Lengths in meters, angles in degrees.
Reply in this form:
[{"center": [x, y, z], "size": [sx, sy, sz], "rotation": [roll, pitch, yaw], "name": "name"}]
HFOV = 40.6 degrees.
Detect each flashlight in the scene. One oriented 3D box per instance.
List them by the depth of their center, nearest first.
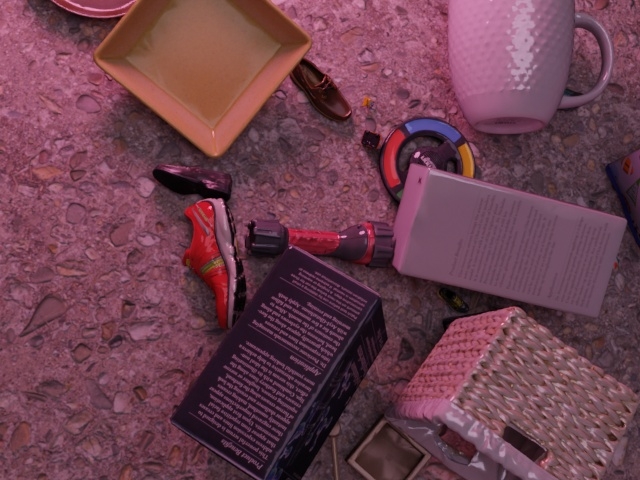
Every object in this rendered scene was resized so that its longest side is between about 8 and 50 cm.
[{"center": [0.000, 0.000, 1.837], "size": [0.304, 0.103, 0.103], "rotation": [5, 114, -16], "name": "flashlight"}]

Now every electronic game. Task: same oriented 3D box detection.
[{"center": [0.242, -0.168, 1.950], "size": [0.229, 0.048, 0.229], "rotation": [2, 81, -14], "name": "electronic game"}]

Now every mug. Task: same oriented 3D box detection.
[{"center": [0.467, -0.411, 1.920], "size": [0.374, 0.276, 0.328], "rotation": [3, 84, -5], "name": "mug"}]

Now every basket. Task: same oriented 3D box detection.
[{"center": [0.355, 0.322, 1.642], "size": [0.328, 0.331, 0.266], "rotation": [37, 75, -4], "name": "basket"}]

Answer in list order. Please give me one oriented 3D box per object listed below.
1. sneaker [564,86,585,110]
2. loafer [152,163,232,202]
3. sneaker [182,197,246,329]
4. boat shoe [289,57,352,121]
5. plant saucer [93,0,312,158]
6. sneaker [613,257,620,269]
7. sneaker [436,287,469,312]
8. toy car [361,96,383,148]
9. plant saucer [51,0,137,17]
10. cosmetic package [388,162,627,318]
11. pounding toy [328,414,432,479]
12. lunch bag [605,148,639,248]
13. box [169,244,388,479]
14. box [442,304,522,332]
[{"center": [0.560, -0.352, 2.047], "size": [0.167, 0.065, 0.076], "rotation": [2, 77, -14], "name": "sneaker"}, {"center": [-0.269, -0.132, 1.834], "size": [0.170, 0.062, 0.061], "rotation": [18, 55, -12], "name": "loafer"}, {"center": [-0.225, 0.053, 1.802], "size": [0.118, 0.107, 0.279], "rotation": [-11, 80, 5], "name": "sneaker"}, {"center": [0.001, -0.336, 1.919], "size": [0.178, 0.060, 0.064], "rotation": [46, 75, -2], "name": "boat shoe"}, {"center": [-0.244, -0.399, 1.817], "size": [0.333, 0.081, 0.332], "rotation": [39, 93, -13], "name": "plant saucer"}, {"center": [0.637, 0.005, 2.014], "size": [0.075, 0.057, 0.161], "rotation": [-33, 87, -33], "name": "sneaker"}, {"center": [0.296, 0.134, 1.920], "size": [0.083, 0.035, 0.031], "rotation": [33, 76, -5], "name": "sneaker"}, {"center": [0.126, -0.262, 1.939], "size": [0.041, 0.060, 0.122], "rotation": [8, 85, -43], "name": "toy car"}, {"center": [-0.479, -0.619, 1.866], "size": [0.311, 0.050, 0.310], "rotation": [2, 81, -11], "name": "plant saucer"}, {"center": [0.394, -0.001, 1.867], "size": [0.453, 0.161, 0.230], "rotation": [14, 98, -10], "name": "cosmetic package"}, {"center": [0.092, 0.446, 1.800], "size": [0.206, 0.094, 0.181], "rotation": [40, 80, 6], "name": "pounding toy"}, {"center": [0.866, -0.056, 1.930], "size": [0.239, 0.328, 0.385], "rotation": [-17, 84, -11], "name": "lunch bag"}, {"center": [-0.061, 0.259, 1.662], "size": [0.212, 0.293, 0.395], "rotation": [30, 76, 17], "name": "box"}, {"center": [0.370, 0.256, 1.879], "size": [0.153, 0.108, 0.207], "rotation": [-8, 83, -13], "name": "box"}]
